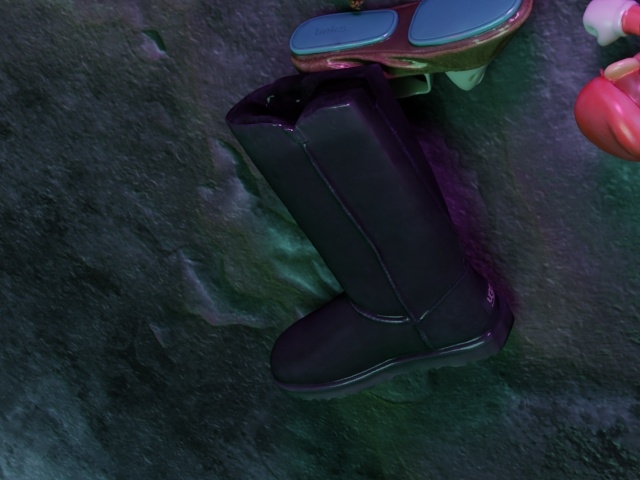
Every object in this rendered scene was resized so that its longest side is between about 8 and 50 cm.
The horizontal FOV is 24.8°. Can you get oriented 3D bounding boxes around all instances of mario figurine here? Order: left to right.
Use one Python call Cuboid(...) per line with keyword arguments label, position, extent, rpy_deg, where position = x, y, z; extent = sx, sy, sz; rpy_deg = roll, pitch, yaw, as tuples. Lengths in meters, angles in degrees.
Cuboid(label="mario figurine", position=(0.422, -0.212, 1.623), extent=(0.320, 0.170, 0.198), rpy_deg=(-34, 65, 30))

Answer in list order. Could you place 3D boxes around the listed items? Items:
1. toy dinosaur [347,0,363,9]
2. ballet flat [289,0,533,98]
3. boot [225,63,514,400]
Cuboid(label="toy dinosaur", position=(0.006, -0.428, 1.691), extent=(0.218, 0.164, 0.322), rpy_deg=(12, 155, 39))
Cuboid(label="ballet flat", position=(0.122, -0.230, 1.768), extent=(0.342, 0.116, 0.124), rpy_deg=(-8, 137, 33))
Cuboid(label="boot", position=(0.002, -0.001, 1.890), extent=(0.367, 0.146, 0.445), rpy_deg=(-17, 129, 24))
